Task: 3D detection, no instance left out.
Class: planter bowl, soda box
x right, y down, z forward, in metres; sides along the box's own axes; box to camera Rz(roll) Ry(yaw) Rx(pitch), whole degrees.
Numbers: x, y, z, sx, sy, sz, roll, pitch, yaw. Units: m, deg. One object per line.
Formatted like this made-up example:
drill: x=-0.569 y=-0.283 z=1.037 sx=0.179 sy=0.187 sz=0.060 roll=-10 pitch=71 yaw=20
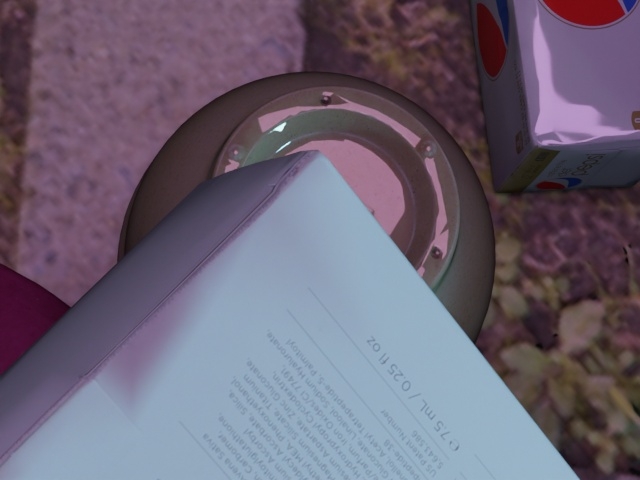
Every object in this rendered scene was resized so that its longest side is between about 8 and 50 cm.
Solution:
planter bowl: x=0.000 y=0.000 z=0.684 sx=0.162 sy=0.109 sz=0.162 roll=2 pitch=76 yaw=-7
soda box: x=0.103 y=-0.133 z=0.749 sx=0.069 sy=0.074 sz=0.216 roll=-5 pitch=76 yaw=-9

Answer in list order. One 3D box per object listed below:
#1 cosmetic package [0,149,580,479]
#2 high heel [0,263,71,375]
cosmetic package: x=0.002 y=0.205 z=0.553 sx=0.284 sy=0.097 sz=0.377 roll=-46 pitch=106 yaw=-27
high heel: x=-0.218 y=0.171 z=0.625 sx=0.377 sy=0.127 sz=0.181 roll=-33 pitch=66 yaw=-16
